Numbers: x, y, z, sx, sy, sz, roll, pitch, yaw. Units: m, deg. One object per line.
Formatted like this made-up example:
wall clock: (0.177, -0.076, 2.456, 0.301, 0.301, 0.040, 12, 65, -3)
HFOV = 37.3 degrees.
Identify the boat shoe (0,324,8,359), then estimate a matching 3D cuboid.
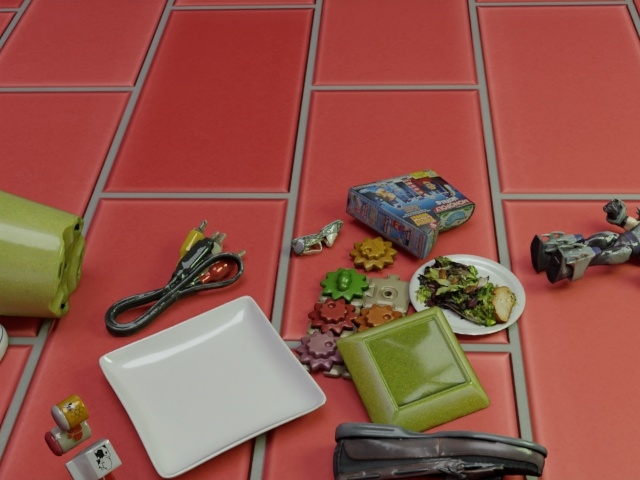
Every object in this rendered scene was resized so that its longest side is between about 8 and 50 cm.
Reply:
boat shoe: (-0.609, 0.205, 1.519, 0.095, 0.084, 0.258, 18, 46, 23)

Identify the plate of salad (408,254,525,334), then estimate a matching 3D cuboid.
plate of salad: (0.252, 0.083, 1.626, 0.199, 0.048, 0.200, 0, 41, 0)

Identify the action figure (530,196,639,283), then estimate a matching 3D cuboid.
action figure: (0.521, 0.010, 1.662, 0.284, 0.099, 0.185, -11, 36, -14)

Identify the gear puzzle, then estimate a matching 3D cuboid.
gear puzzle: (0.076, 0.100, 1.625, 0.175, 0.044, 0.339, 8, 42, 12)

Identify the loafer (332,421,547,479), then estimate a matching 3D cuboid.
loafer: (0.164, 0.321, 1.340, 0.302, 0.109, 0.095, 3, 64, 15)

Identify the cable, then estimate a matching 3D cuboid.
cable: (-0.245, 0.086, 1.678, 0.139, 0.072, 0.287, 35, 64, 15)

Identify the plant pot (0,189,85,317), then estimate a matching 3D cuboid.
plant pot: (-0.547, 0.023, 1.618, 0.253, 0.276, 0.276, 11, 42, -1)

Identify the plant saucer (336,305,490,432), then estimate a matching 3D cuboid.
plant saucer: (0.146, 0.195, 1.467, 0.188, 0.045, 0.188, -17, 61, -16)

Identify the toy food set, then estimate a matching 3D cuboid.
toy food set: (-0.329, 0.336, 1.299, 0.104, 0.232, 0.111, -31, 7, -28)

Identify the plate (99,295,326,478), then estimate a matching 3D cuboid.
plate: (-0.172, 0.230, 1.493, 0.277, 0.045, 0.278, -22, 44, -21)

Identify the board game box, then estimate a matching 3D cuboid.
board game box: (0.180, -0.047, 1.764, 0.194, 0.060, 0.194, -14, 39, -27)

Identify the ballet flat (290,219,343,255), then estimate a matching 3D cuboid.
ballet flat: (0.000, 0.000, 1.757, 0.114, 0.041, 0.041, -24, 45, -22)
